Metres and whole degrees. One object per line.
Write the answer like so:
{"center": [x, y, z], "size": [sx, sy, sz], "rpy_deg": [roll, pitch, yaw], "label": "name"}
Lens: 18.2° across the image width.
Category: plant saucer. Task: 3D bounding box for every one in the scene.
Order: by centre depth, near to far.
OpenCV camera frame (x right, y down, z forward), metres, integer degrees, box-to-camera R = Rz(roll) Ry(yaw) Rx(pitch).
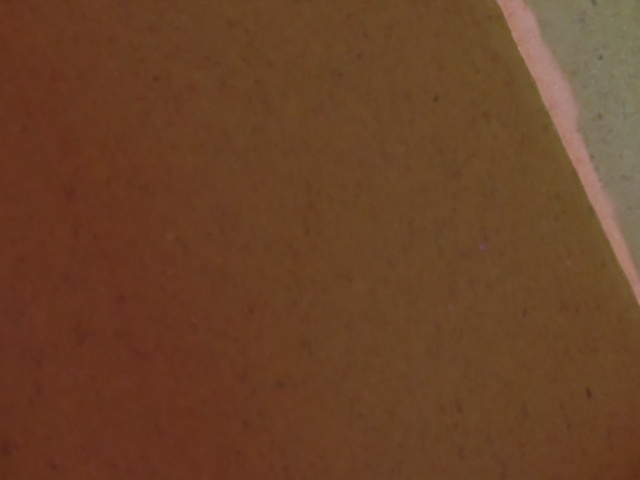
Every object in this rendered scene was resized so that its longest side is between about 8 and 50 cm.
{"center": [0.000, 0.000, 0.547], "size": [0.333, 0.081, 0.333], "rpy_deg": [-31, 98, -37], "label": "plant saucer"}
